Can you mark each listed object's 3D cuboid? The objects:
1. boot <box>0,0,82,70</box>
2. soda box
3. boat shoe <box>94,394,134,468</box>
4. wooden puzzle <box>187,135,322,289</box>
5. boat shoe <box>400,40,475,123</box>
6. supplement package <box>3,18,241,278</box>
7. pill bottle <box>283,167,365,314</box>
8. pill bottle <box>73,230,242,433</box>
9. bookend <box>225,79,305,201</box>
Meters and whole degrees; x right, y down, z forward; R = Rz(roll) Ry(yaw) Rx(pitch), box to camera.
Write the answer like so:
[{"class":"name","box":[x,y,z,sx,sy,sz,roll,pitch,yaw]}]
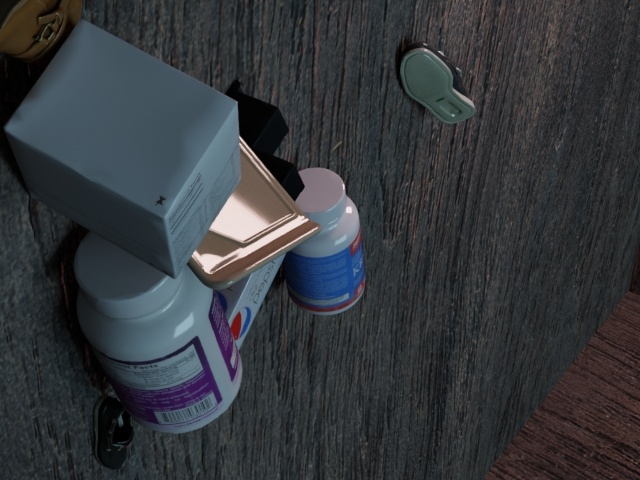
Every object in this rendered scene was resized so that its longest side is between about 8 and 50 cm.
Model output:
[{"class":"boot","box":[-0.307,-0.201,1.483,0.197,0.073,0.152,-56,161,-10]},{"class":"soda box","box":[-0.124,0.072,2.105,0.216,0.069,0.074,-65,155,-5]},{"class":"boat shoe","box":[-0.275,0.264,2.005,0.049,0.042,0.133,-47,151,-41]},{"class":"wooden puzzle","box":[-0.138,-0.056,1.778,0.221,0.239,0.044,-31,164,-52]},{"class":"boat shoe","box":[0.184,-0.270,2.447,0.233,0.084,0.079,38,39,-58]},{"class":"supplement package","box":[-0.202,-0.092,1.583,0.149,0.194,0.203,-59,172,-17]},{"class":"pill bottle","box":[0.000,0.000,2.226,0.124,0.124,0.221,-51,152,-30]},{"class":"pill bottle","box":[-0.204,0.101,1.847,0.169,0.169,0.301,-54,154,-25]},{"class":"bookend","box":[-0.078,-0.104,1.933,0.157,0.156,0.072,-59,155,-17]}]
